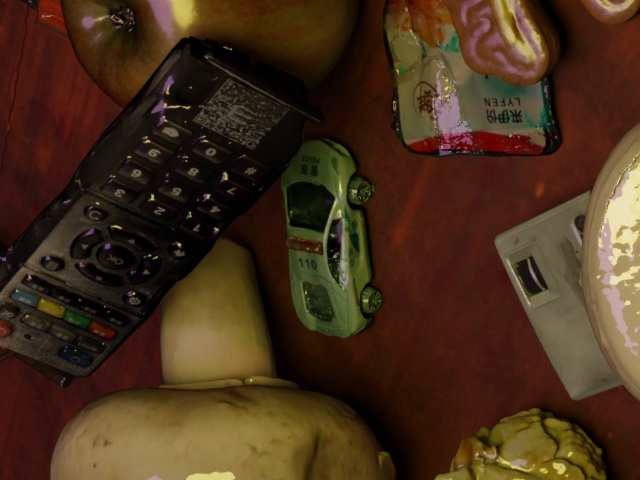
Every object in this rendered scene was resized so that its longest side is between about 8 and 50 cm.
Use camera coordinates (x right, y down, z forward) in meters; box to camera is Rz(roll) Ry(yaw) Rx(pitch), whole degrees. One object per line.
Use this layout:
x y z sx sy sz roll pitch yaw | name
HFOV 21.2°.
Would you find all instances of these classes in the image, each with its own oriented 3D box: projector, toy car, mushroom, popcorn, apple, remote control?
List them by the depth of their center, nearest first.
0.218 0.038 1.332 0.115 0.061 0.147 -28 86 46 | projector
-0.155 -0.023 1.392 0.145 0.062 0.399 27 133 -22 | remote control
0.171 0.210 1.404 0.141 0.162 0.135 -49 29 7 | popcorn
-0.100 -0.215 1.420 0.257 0.234 0.256 27 132 35 | apple
0.000 0.000 1.539 0.093 0.058 0.186 13 117 42 | toy car
-0.104 0.206 1.561 0.356 0.315 0.315 41 133 47 | mushroom

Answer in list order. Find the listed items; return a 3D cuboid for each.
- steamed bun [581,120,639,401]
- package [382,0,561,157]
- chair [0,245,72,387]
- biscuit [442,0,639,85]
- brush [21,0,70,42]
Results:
0.274 0.011 1.202 0.177 0.131 0.228 1 103 12 | steamed bun
0.107 -0.177 1.370 0.166 0.040 0.232 5 111 41 | package
-0.434 0.060 1.913 0.319 0.186 0.160 34 133 28 | chair
0.126 -0.269 1.281 0.186 0.044 0.295 -35 81 29 | biscuit
-0.182 -0.197 1.631 0.323 0.070 0.051 29 129 33 | brush
